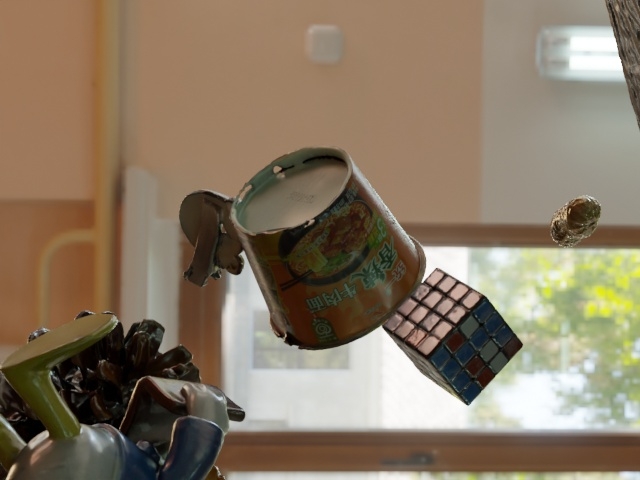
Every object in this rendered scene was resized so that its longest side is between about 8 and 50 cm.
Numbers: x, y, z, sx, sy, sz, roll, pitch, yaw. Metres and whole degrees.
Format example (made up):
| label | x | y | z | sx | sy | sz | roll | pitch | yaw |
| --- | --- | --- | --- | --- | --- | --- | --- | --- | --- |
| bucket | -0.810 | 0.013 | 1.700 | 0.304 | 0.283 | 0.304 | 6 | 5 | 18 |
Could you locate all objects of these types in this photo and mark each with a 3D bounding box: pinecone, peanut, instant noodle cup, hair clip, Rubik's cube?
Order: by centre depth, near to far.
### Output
| label | x | y | z | sx | sy | sz | roll | pitch | yaw |
| --- | --- | --- | --- | --- | --- | --- | --- | --- | --- |
| Rubik's cube | 0.140 | 0.101 | 1.290 | 0.092 | 0.092 | 0.092 | 50 | -9 | -34 |
| pinecone | -0.243 | 0.199 | 1.385 | 0.264 | 0.264 | 0.264 | -179 | -90 | -87 |
| instant noodle cup | 0.000 | 0.000 | 1.569 | 0.230 | 0.230 | 0.182 | -93 | 159 | -54 |
| peanut | 0.333 | -0.024 | 1.591 | 0.113 | 0.053 | 0.054 | 115 | -24 | -69 |
| hair clip | -0.154 | -0.009 | 1.697 | 0.049 | 0.116 | 0.172 | -44 | 155 | -46 |

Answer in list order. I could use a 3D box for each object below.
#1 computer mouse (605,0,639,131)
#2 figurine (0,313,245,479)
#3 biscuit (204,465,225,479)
| label | x | y | z | sx | sy | sz | roll | pitch | yaw |
| --- | --- | --- | --- | --- | --- | --- | --- | --- | --- |
| computer mouse | 0.394 | -0.154 | 1.224 | 0.203 | 0.114 | 0.374 | -129 | -164 | -69 |
| figurine | -0.166 | 0.229 | 1.052 | 0.338 | 0.204 | 0.283 | 67 | 25 | -4 |
| biscuit | -0.111 | 0.346 | 1.161 | 0.013 | 0.232 | 0.237 | -37 | -178 | 39 |
